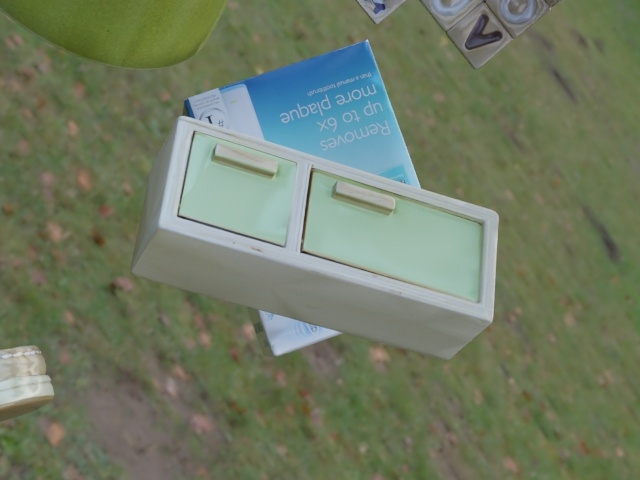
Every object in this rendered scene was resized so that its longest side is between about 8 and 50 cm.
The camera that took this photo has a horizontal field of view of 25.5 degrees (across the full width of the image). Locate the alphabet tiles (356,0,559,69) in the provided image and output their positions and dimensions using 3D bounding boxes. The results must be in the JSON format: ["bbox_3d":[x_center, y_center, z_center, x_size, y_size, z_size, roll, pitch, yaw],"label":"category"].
[{"bbox_3d":[0.094,-0.263,1.117,0.237,0.198,0.009,50,-2,-7],"label":"alphabet tiles"}]

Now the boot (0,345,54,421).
[{"bbox_3d":[-0.277,0.012,0.785,0.095,0.262,0.203,34,53,-75],"label":"boot"}]

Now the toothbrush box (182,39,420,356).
[{"bbox_3d":[-0.006,-0.042,1.567,0.126,0.216,0.295,147,-75,-82],"label":"toothbrush box"}]

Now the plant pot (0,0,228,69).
[{"bbox_3d":[-0.137,-0.344,1.196,0.275,0.293,0.274,23,42,-23],"label":"plant pot"}]

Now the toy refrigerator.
[{"bbox_3d":[0.000,0.000,1.100,0.270,0.094,0.102,16,59,-14],"label":"toy refrigerator"}]
